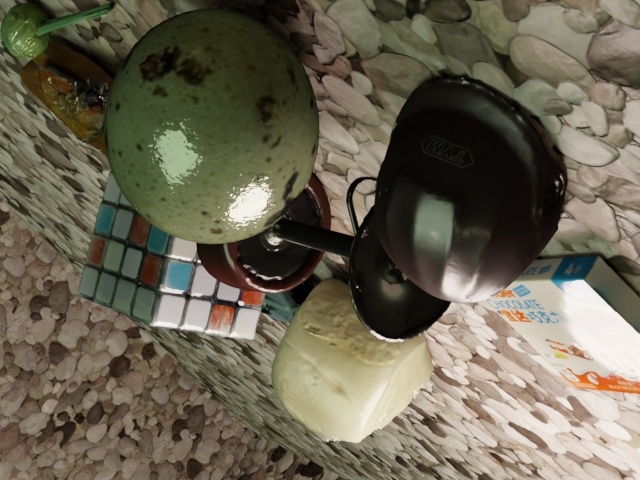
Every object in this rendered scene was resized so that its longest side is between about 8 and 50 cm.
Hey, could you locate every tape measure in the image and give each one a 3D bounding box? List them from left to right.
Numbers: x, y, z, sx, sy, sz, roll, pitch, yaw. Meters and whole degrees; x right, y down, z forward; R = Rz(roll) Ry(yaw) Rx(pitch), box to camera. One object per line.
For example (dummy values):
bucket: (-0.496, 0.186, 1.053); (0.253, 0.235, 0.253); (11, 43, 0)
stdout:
tape measure: (-0.102, 0.088, 2.141); (0.182, 0.107, 0.181); (9, 140, 50)

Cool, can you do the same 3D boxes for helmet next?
helmet: (0.161, -0.041, 1.262); (0.225, 0.177, 0.305); (28, 160, 32)

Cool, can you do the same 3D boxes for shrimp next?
shrimp: (-0.436, -0.256, 1.832); (0.164, 0.062, 0.317); (45, 161, -13)

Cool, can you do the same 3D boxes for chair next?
chair: (0.000, 0.000, 1.561); (0.401, 0.226, 0.226); (13, 150, 49)

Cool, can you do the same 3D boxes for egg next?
egg: (-0.144, -0.150, 1.373); (0.288, 0.287, 0.379); (32, 154, 16)

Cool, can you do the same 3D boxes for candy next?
candy: (-0.437, -0.367, 1.732); (0.336, 0.093, 0.092); (0, 132, 47)

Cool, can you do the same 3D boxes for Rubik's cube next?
Rubik's cube: (-0.259, 0.027, 1.924); (0.256, 0.253, 0.259); (14, 179, -44)

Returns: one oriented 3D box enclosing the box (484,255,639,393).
box: (0.376, 0.124, 1.459); (0.265, 0.048, 0.273); (43, 161, -16)

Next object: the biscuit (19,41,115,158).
biscuit: (-0.426, -0.253, 1.982); (0.351, 0.057, 0.312); (37, 158, 1)

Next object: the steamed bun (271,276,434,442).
steamed bun: (0.046, 0.247, 2.004); (0.290, 0.272, 0.273); (23, 157, 20)
